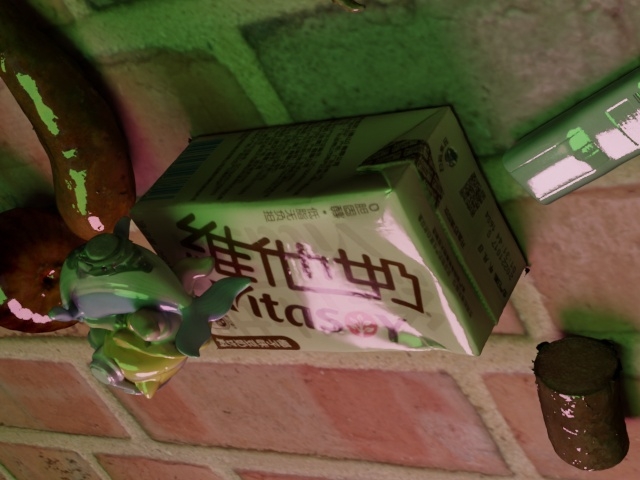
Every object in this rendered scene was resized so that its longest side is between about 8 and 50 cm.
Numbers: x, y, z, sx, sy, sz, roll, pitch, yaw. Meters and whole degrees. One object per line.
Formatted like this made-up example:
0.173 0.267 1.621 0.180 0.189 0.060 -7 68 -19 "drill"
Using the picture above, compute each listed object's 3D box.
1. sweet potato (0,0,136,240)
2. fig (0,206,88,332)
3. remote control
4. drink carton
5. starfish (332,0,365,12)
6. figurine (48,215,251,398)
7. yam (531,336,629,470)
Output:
-0.258 -0.122 1.193 0.097 0.097 0.292 3 125 36 "sweet potato"
-0.367 0.035 1.398 0.202 0.148 0.149 2 169 21 "fig"
0.212 -0.077 0.907 0.061 0.029 0.162 41 144 -11 "remote control"
0.000 0.000 1.084 0.324 0.132 0.194 -3 130 39 "drink carton"
-0.029 -0.258 0.843 0.238 0.057 0.213 58 157 5 "starfish"
-0.162 0.068 1.075 0.208 0.128 0.184 7 138 37 "figurine"
0.249 0.157 1.107 0.084 0.084 0.127 10 135 31 "yam"
